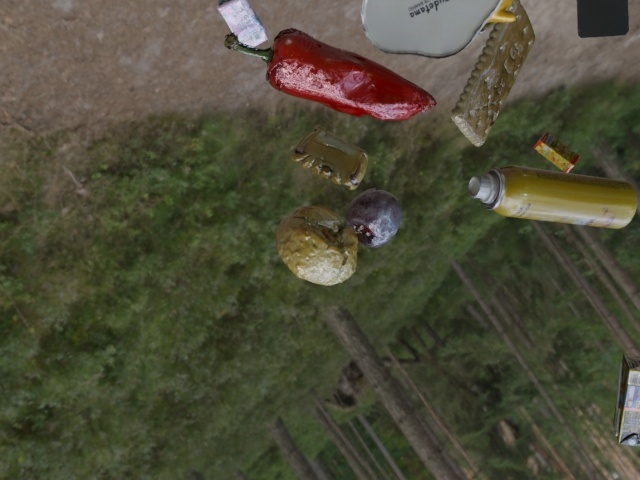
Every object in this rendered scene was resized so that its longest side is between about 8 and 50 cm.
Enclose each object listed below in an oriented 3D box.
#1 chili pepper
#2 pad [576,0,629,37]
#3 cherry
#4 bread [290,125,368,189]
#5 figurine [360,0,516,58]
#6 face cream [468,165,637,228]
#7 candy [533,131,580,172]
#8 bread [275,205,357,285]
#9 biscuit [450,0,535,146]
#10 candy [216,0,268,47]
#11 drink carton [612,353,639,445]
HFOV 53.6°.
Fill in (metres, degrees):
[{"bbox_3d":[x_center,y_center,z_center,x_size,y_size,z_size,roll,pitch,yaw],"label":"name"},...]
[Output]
[{"bbox_3d":[0.023,-0.284,1.096,0.110,0.387,0.110,-164,-90,-79],"label":"chili pepper"},{"bbox_3d":[0.510,-0.449,1.147,0.112,0.157,0.003,-7,-171,-14],"label":"pad"},{"bbox_3d":[0.177,-0.074,2.059,0.195,0.195,0.195,-33,175,-3],"label":"cherry"},{"bbox_3d":[0.031,-0.244,1.881,0.134,0.225,0.081,-60,174,-13],"label":"bread"},{"bbox_3d":[0.197,-0.376,0.969,0.250,0.166,0.141,5,-152,43],"label":"figurine"},{"bbox_3d":[0.464,-0.091,1.285,0.349,0.105,0.105,6,162,-16],"label":"face cream"},{"bbox_3d":[0.674,-0.251,1.807,0.062,0.122,0.038,-42,168,-39],"label":"candy"},{"bbox_3d":[0.000,0.000,1.650,0.244,0.244,0.134,-27,161,-53],"label":"bread"},{"bbox_3d":[0.428,-0.400,1.544,0.217,0.044,0.325,23,93,-60],"label":"biscuit"},{"bbox_3d":[-0.223,-0.638,1.834,0.092,0.160,0.073,-23,-139,11],"label":"candy"},{"bbox_3d":[0.615,0.315,1.251,0.056,0.165,0.071,6,-163,16],"label":"drink carton"}]
